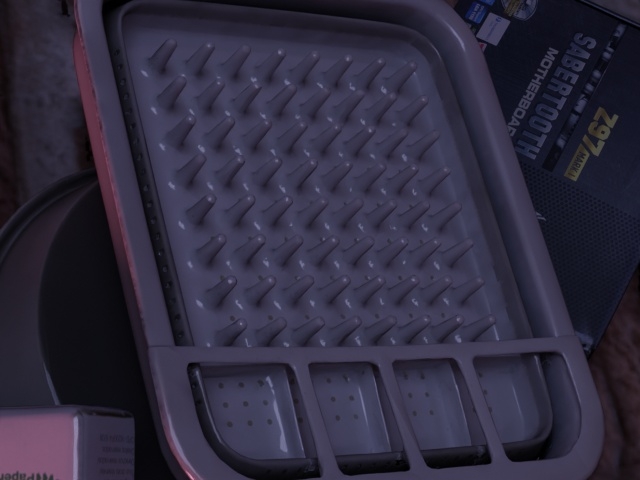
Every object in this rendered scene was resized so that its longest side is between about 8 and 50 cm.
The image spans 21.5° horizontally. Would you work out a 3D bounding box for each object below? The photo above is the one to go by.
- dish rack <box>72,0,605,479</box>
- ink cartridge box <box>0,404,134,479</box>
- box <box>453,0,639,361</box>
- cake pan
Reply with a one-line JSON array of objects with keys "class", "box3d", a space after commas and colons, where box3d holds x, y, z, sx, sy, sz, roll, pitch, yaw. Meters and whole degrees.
[{"class": "dish rack", "box3d": [0.000, 0.000, 0.947, 0.286, 0.072, 0.332, 0, 64, -34]}, {"class": "ink cartridge box", "box3d": [-0.247, 0.250, 0.843, 0.324, 0.071, 0.330, -3, 81, 23]}, {"class": "box", "box3d": [0.136, -0.052, 1.093, 0.183, 0.059, 0.232, 27, 68, 8]}, {"class": "cake pan", "box3d": [-0.055, 0.075, 0.952, 0.293, 0.054, 0.293, 18, 55, -28]}]
